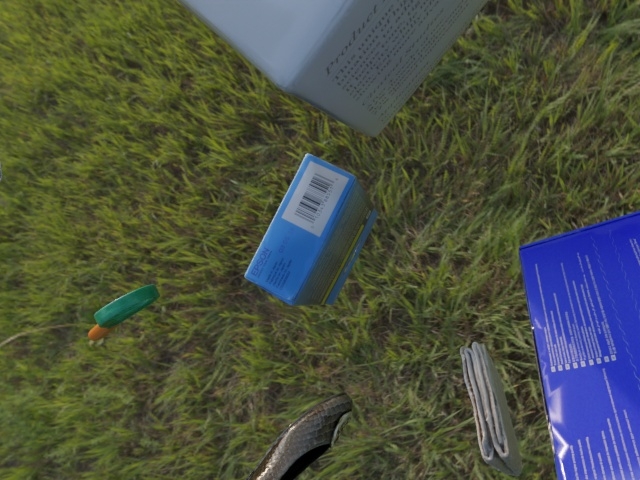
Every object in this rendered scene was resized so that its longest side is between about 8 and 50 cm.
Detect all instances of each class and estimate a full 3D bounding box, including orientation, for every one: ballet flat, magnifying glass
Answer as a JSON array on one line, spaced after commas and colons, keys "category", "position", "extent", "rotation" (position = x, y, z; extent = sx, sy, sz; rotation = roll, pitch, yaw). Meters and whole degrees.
[{"category": "ballet flat", "position": [-0.048, 0.258, 0.538], "extent": [0.250, 0.084, 0.058], "rotation": [-37, 55, -26]}, {"category": "magnifying glass", "position": [-0.314, 0.117, 0.791], "extent": [0.231, 0.092, 0.026], "rotation": [-35, 84, 48]}]

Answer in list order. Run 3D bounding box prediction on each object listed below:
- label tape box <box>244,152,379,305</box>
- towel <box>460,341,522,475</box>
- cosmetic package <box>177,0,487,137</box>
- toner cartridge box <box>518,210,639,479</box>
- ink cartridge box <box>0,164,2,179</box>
[{"category": "label tape box", "position": [0.000, 0.000, 1.008], "extent": [0.106, 0.334, 0.240], "rotation": [27, 89, 14]}, {"category": "towel", "position": [0.293, 0.294, 0.883], "extent": [0.049, 0.282, 0.187], "rotation": [-15, 57, 18]}, {"category": "cosmetic package", "position": [0.006, -0.340, 0.508], "extent": [0.327, 0.394, 0.329], "rotation": [42, 103, 7]}, {"category": "toner cartridge box", "position": [0.276, 0.122, 0.426], "extent": [0.165, 0.075, 0.347], "rotation": [-21, 35, 29]}, {"category": "ink cartridge box", "position": [-0.319, -0.072, 0.245], "extent": [0.237, 0.172, 0.100], "rotation": [17, 121, 8]}]
